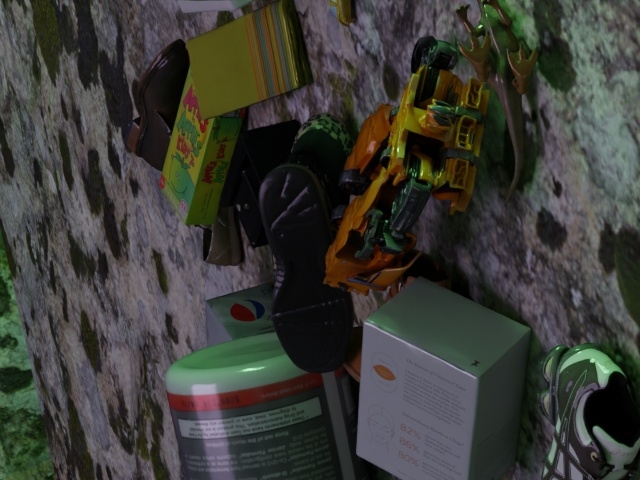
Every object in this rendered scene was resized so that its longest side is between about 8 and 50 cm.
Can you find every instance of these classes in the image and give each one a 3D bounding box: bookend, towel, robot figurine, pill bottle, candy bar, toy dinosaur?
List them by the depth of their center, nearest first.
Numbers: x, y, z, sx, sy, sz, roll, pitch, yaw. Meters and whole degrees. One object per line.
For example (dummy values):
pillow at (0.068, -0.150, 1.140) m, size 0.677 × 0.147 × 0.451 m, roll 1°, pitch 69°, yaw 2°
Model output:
toy dinosaur at (0.158, -0.139, 1.586) m, size 0.112 × 0.064 × 0.211 m, roll 0°, pitch -101°, yaw -81°
robot figurine at (0.078, -0.061, 1.726) m, size 0.291 × 0.085 × 0.211 m, roll 131°, pitch 153°, yaw -66°
candy bar at (0.017, -0.292, 1.883) m, size 0.040 × 0.018 × 0.161 m, roll -135°, pitch 36°, yaw -60°
bookend at (-0.046, -0.028, 2.143) m, size 0.157 × 0.072 × 0.156 m, roll 112°, pitch 139°, yaw -59°
towel at (-0.085, -0.204, 2.145) m, size 0.237 × 0.021 × 0.102 m, roll -12°, pitch 87°, yaw 59°
pill bottle at (-0.044, 0.298, 2.153) m, size 0.210 × 0.210 × 0.362 m, roll -173°, pitch 71°, yaw -68°

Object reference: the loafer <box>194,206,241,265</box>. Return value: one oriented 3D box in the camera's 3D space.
loafer at (-0.137, -0.035, 2.406) m, size 0.056 × 0.050 × 0.148 m, roll -177°, pitch 74°, yaw -69°

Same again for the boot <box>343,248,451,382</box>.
boot at (0.082, 0.077, 1.887) m, size 0.197 × 0.073 × 0.152 m, roll 24°, pitch 127°, yaw 50°

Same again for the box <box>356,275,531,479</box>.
box at (0.113, 0.143, 1.748) m, size 0.130 × 0.091 × 0.170 m, roll 26°, pitch 133°, yaw 28°

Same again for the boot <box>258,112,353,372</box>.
boot at (0.002, -0.001, 1.947) m, size 0.178 × 0.085 × 0.236 m, roll -67°, pitch -29°, yaw -60°

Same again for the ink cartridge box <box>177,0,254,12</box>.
ink cartridge box at (-0.128, -0.381, 1.965) m, size 0.272 × 0.115 × 0.198 m, roll 65°, pitch 165°, yaw -14°

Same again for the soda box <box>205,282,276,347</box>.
soda box at (-0.084, 0.203, 2.363) m, size 0.098 × 0.091 × 0.286 m, roll -130°, pitch 32°, yaw -49°

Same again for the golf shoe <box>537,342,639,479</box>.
golf shoe at (0.229, 0.186, 1.562) m, size 0.094 × 0.077 × 0.198 m, roll -161°, pitch 58°, yaw -66°

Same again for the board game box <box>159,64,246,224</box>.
board game box at (-0.147, -0.119, 2.327) m, size 0.092 × 0.043 × 0.181 m, roll 55°, pitch 137°, yaw 45°

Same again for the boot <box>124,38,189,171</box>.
boot at (-0.183, -0.163, 2.447) m, size 0.106 × 0.082 × 0.219 m, roll 44°, pitch 145°, yaw 16°
